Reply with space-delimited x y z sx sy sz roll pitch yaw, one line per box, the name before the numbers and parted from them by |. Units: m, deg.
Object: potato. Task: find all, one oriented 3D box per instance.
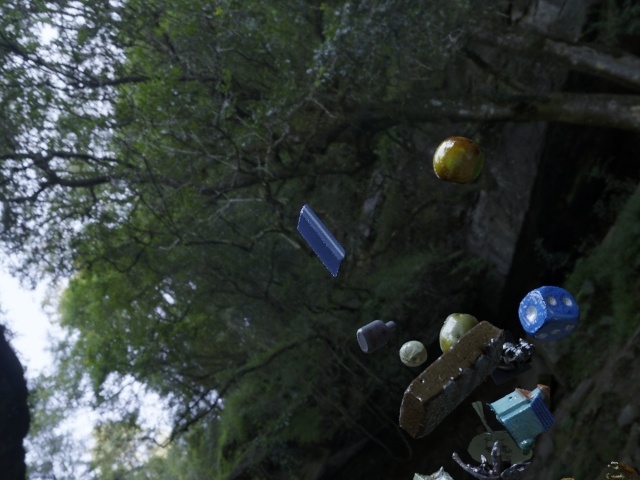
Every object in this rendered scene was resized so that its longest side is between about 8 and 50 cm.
potato | 0.557 0.389 2.211 0.137 0.154 0.201 51 -130 -46

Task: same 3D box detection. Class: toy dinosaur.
toy dinosaur | 0.944 0.707 1.672 0.126 0.161 0.039 87 -158 -57

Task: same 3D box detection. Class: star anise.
star anise | 0.530 0.732 1.720 0.089 0.231 0.209 73 -163 -71

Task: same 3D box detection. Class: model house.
model house | 0.507 0.416 1.350 0.148 0.119 0.148 -37 -4 7

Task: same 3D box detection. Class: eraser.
eraser | 0.000 0.000 1.568 0.036 0.225 0.082 -22 -33 -29

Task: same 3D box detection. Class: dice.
dice | 0.764 0.244 1.855 0.146 0.143 0.147 6 -42 -12

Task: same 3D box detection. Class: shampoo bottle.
shampoo bottle | 0.178 0.288 1.711 0.040 0.080 0.165 -26 -7 42

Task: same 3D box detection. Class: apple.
apple | 0.442 -0.253 1.796 0.163 0.146 0.147 24 -97 -61

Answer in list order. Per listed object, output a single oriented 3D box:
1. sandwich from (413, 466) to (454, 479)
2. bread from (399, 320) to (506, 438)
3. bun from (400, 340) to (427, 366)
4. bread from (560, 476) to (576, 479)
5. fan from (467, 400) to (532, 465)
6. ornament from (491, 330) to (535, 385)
sandwich | 0.377 0.929 1.937 0.227 0.199 0.155 -20 3 -12
bread | 0.402 0.413 1.672 0.416 0.113 0.165 -30 -45 -34
bun | 0.289 0.358 1.735 0.086 0.086 0.055 -63 -3 17
bread | 0.550 0.616 1.273 0.129 0.126 0.044 -33 -46 28
fan | 0.626 0.717 2.025 0.233 0.012 0.415 -21 -59 21
ornament | 0.657 0.368 1.871 0.166 0.153 0.196 -21 -22 -17
